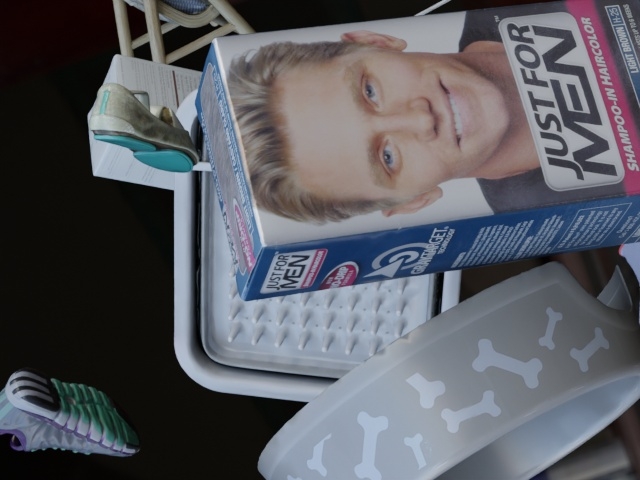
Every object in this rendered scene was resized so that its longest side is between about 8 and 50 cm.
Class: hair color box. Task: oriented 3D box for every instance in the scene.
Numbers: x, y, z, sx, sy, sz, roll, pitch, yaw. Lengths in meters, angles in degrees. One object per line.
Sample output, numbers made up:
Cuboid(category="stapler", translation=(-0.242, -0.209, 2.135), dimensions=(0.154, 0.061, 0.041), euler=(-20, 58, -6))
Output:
Cuboid(category="hair color box", translation=(0.095, -0.074, 1.364), dimensions=(0.105, 0.347, 0.174), euler=(114, 144, -63))

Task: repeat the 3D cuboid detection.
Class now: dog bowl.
Cuboid(category="dog bowl", translation=(0.122, 0.147, 1.494), dimensions=(0.102, 0.348, 0.349), euler=(59, -176, 17))

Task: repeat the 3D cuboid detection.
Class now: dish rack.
Cuboid(category="dish rack", translation=(0.000, 0.000, 1.779), dimensions=(0.072, 0.285, 0.333), euler=(-71, -15, -65))

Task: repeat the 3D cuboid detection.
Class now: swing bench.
Cuboid(category="swing bench", translation=(-0.237, -0.372, 2.548), dimensions=(0.255, 0.165, 0.253), euler=(64, 171, -18))

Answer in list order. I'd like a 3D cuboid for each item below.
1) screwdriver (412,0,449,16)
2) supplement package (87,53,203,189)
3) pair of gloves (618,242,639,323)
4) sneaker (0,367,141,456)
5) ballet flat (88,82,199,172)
Cuboid(category="screwdriver", translation=(0.144, -0.264, 1.970), dimensions=(0.024, 0.170, 0.025), euler=(61, -168, -8))
Cuboid(category="supplement package", translation=(-0.167, -0.130, 2.098), dimensions=(0.105, 0.179, 0.105), euler=(-101, 31, -41))
Cuboid(category="pair of gloves", translation=(0.317, 0.007, 1.630), dimensions=(0.159, 0.023, 0.198), euler=(-114, 29, -46))
Cuboid(category="sneaker", translation=(-0.322, 0.226, 2.220), dimensions=(0.223, 0.098, 0.083), euler=(33, -154, -44))
Cuboid(category="ballet flat", translation=(-0.142, -0.096, 1.521), dimensions=(0.168, 0.057, 0.052), euler=(28, -115, -72))
